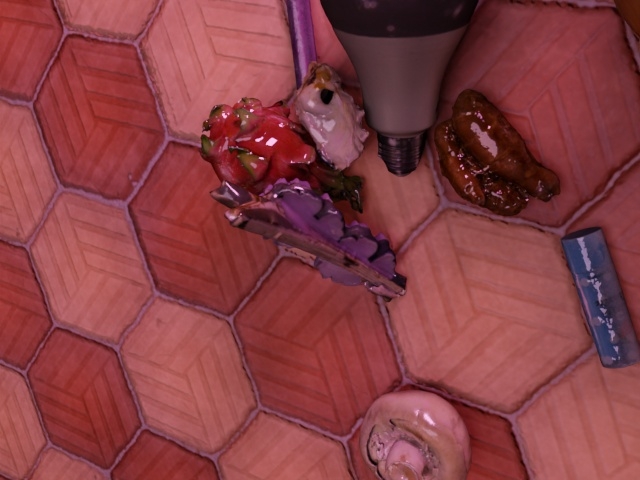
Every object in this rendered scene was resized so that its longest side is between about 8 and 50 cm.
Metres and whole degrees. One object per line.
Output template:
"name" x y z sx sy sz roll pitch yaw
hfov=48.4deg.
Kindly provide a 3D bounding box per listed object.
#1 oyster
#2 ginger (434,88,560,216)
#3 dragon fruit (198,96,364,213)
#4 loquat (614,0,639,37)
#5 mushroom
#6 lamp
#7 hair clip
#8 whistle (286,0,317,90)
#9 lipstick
"oyster" 0.011 -0.150 0.861 0.146 0.045 0.121 25 107 43
"ginger" 0.192 -0.088 0.826 0.162 0.073 0.103 49 120 8
"dragon fruit" -0.052 -0.092 0.929 0.236 0.135 0.137 34 127 -9
"loquat" 0.346 -0.276 0.544 0.360 0.328 0.328 4 106 1
"mushroom" 0.120 0.270 0.927 0.154 0.122 0.154 11 114 25
"lamp" 0.096 -0.242 0.817 0.182 0.182 0.313 15 142 24
"hair clip" 0.000 0.000 0.887 0.292 0.084 0.106 29 122 -29
"whistle" -0.021 -0.248 0.923 0.033 0.033 0.176 -1 102 28
"lipstick" 0.321 0.066 0.812 0.048 0.048 0.157 -17 95 30
